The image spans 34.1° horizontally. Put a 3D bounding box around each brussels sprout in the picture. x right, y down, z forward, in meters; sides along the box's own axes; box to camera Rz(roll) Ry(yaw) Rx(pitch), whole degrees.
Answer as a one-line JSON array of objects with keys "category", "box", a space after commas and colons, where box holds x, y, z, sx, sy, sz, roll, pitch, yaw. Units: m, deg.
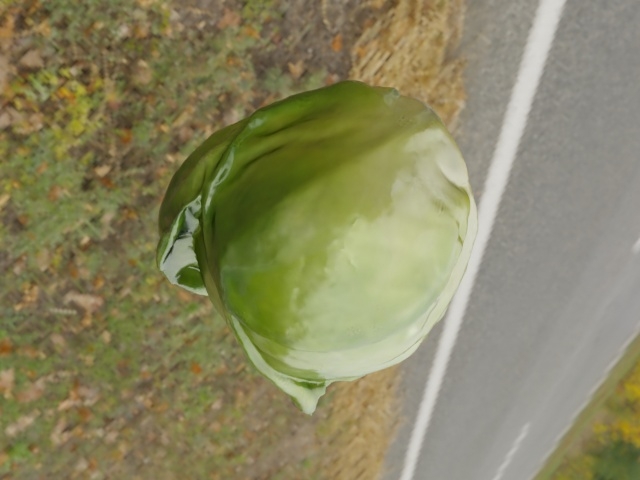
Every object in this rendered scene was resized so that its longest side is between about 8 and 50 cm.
[{"category": "brussels sprout", "box": [-0.001, -0.002, 0.932, 0.294, 0.259, 0.227, -30, 147, 10]}]
